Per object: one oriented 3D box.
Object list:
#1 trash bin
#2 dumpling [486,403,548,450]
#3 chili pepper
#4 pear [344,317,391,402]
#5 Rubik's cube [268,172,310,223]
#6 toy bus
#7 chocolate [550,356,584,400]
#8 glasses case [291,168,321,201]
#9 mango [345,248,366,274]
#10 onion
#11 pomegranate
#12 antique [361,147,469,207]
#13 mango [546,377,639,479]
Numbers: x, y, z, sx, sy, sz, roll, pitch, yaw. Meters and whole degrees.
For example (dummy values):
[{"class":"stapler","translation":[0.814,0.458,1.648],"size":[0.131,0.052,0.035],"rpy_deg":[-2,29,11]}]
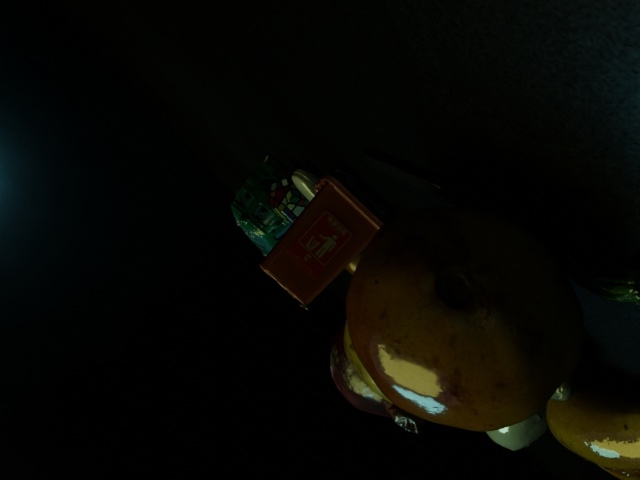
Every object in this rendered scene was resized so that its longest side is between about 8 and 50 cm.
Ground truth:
[{"class":"trash bin","translation":[0.000,0.000,0.984],"size":[0.161,0.239,0.184],"rpy_deg":[43,174,-5]},{"class":"dumpling","translation":[0.446,0.362,1.216],"size":[0.175,0.244,0.227],"rpy_deg":[7,-146,-33]},{"class":"chili pepper","translation":[0.287,0.038,0.504],"size":[0.056,0.035,0.118],"rpy_deg":[57,178,-17]},{"class":"pear","translation":[0.177,0.170,0.959],"size":[0.280,0.281,0.281],"rpy_deg":[41,173,6]},{"class":"Rubik's cube","translation":[-0.058,-0.101,1.211],"size":[0.133,0.133,0.112],"rpy_deg":[42,144,1]},{"class":"toy bus","translation":[-0.113,-0.056,1.447],"size":[0.183,0.199,0.344],"rpy_deg":[40,171,26]},{"class":"chocolate","translation":[0.352,0.201,0.848],"size":[0.110,0.110,0.248],"rpy_deg":[41,173,5]},{"class":"glasses case","translation":[0.019,-0.083,1.127],"size":[0.204,0.051,0.081],"rpy_deg":[41,175,-18]},{"class":"mango","translation":[0.098,0.040,1.329],"size":[0.111,0.089,0.163],"rpy_deg":[54,-178,-3]},{"class":"onion","translation":[0.191,0.320,1.262],"size":[0.348,0.347,0.385],"rpy_deg":[45,-161,-21]},{"class":"pomegranate","translation":[0.161,0.085,0.590],"size":[0.264,0.264,0.264],"rpy_deg":[41,173,6]},{"class":"antique","translation":[0.122,-0.088,0.695],"size":[0.192,0.015,0.031],"rpy_deg":[34,169,48]},{"class":"mango","translation":[0.451,0.293,0.772],"size":[0.177,0.120,0.295],"rpy_deg":[39,173,3]}]
